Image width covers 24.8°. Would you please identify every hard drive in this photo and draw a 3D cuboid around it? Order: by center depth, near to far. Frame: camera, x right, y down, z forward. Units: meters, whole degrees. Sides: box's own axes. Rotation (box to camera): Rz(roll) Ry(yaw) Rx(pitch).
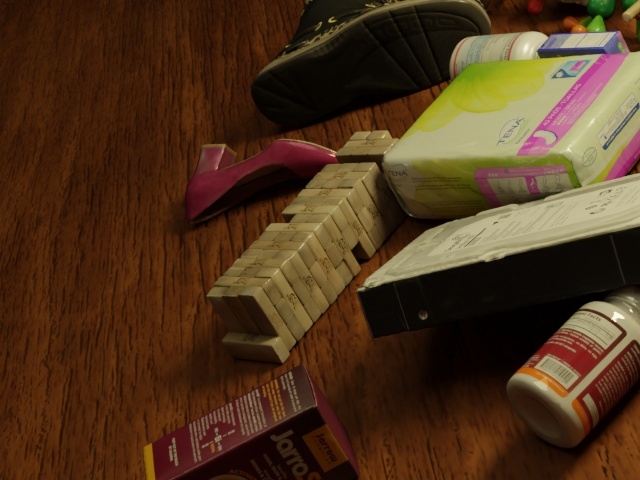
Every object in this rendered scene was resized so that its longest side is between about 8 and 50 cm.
[{"bbox_3d":[0.231,0.005,1.484,0.339,0.064,0.237,-15,10,29],"label":"hard drive"}]

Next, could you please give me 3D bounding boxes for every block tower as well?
[{"bbox_3d":[0.000,0.000,1.766,0.091,0.097,0.335,1,41,46],"label":"block tower"}]

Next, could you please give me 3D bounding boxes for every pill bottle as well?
[{"bbox_3d":[0.250,0.113,1.344,0.152,0.086,0.086,-41,29,-21],"label":"pill bottle"},{"bbox_3d":[0.254,-0.228,1.908,0.160,0.087,0.087,3,42,46],"label":"pill bottle"}]

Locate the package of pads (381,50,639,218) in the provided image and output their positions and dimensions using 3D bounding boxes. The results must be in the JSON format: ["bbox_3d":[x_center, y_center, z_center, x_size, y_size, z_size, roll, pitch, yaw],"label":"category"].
[{"bbox_3d":[0.242,-0.121,1.726,0.296,0.101,0.229,2,40,47],"label":"package of pads"}]

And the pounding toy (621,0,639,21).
[{"bbox_3d":[0.440,-0.244,1.714,0.181,0.094,0.206,-17,24,-15],"label":"pounding toy"}]

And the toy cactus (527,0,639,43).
[{"bbox_3d":[0.367,-0.332,1.905,0.219,0.112,0.180,43,114,52],"label":"toy cactus"}]

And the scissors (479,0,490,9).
[{"bbox_3d":[0.274,-0.397,2.070,0.109,0.021,0.297,-37,-7,-18],"label":"scissors"}]

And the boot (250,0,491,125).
[{"bbox_3d":[0.091,-0.326,2.187,0.377,0.138,0.284,-21,28,28],"label":"boot"}]

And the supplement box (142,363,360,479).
[{"bbox_3d":[-0.069,0.220,1.452,0.188,0.104,0.081,-28,28,4],"label":"supplement box"}]

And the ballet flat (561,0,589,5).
[{"bbox_3d":[0.462,-0.466,2.095,0.409,0.147,0.147,-45,31,-20],"label":"ballet flat"}]

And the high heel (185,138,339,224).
[{"bbox_3d":[-0.081,-0.076,2.020,0.244,0.082,0.117,3,72,26],"label":"high heel"}]

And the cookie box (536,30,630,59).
[{"bbox_3d":[0.334,-0.210,1.796,0.107,0.092,0.040,7,48,48],"label":"cookie box"}]
